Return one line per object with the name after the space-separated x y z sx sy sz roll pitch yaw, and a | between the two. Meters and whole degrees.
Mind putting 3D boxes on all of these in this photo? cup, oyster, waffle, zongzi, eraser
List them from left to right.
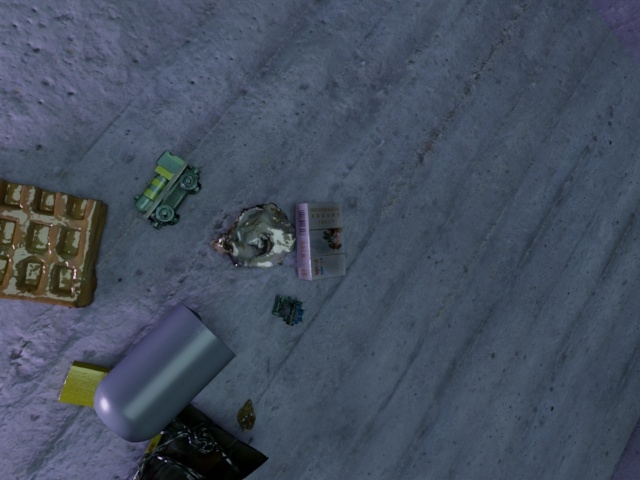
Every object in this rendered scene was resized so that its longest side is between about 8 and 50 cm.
-0.732 0.009 1.000 0.349 0.077 0.303 11 88 -20 | waffle
-0.603 0.380 1.069 0.123 0.045 0.097 20 85 -21 | eraser
-0.399 0.336 1.044 0.312 0.205 0.205 -45 105 -19 | cup
-0.397 0.665 1.083 0.319 0.362 0.383 38 44 6 | zongzi
-0.221 0.530 1.219 0.051 0.034 0.093 -13 91 -27 | oyster
-0.181 -0.007 1.199 0.214 0.083 0.223 -50 124 -4 | oyster

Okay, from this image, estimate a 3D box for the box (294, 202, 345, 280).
0.000 0.001 1.248 0.150 0.067 0.232 -6 94 -40 | box

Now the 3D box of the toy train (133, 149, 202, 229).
-0.419 -0.133 1.114 0.132 0.083 0.200 35 79 -6 | toy train

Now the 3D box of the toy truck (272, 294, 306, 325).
-0.078 0.206 1.191 0.081 0.175 0.067 15 85 -26 | toy truck
